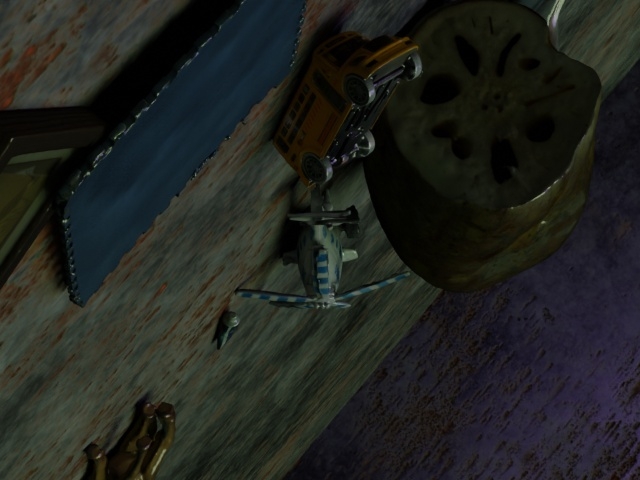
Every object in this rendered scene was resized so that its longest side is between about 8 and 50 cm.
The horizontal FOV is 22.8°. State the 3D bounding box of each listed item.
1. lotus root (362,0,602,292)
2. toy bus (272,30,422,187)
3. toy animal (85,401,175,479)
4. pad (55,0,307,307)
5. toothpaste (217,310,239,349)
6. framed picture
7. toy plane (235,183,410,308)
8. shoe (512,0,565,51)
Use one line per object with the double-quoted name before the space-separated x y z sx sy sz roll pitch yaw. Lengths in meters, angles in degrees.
"lotus root" 0.160 -0.078 1.625 0.250 0.250 0.346 -48 163 -11
"toy bus" 0.019 -0.120 1.340 0.069 0.074 0.162 -33 163 -37
"toy animal" -0.241 0.279 1.702 0.275 0.054 0.149 -54 167 23
"pad" -0.091 -0.082 1.114 0.270 0.012 0.269 -50 174 -19
"toothpaste" -0.102 0.097 1.739 0.083 0.019 0.027 116 -1 -65
"framed picture" -0.203 -0.005 0.942 0.168 0.023 0.128 -53 169 16
"toy plane" -0.011 0.000 1.668 0.182 0.107 0.273 -10 156 16
"shoe" 0.240 -0.217 1.861 0.251 0.100 0.103 -58 168 26
